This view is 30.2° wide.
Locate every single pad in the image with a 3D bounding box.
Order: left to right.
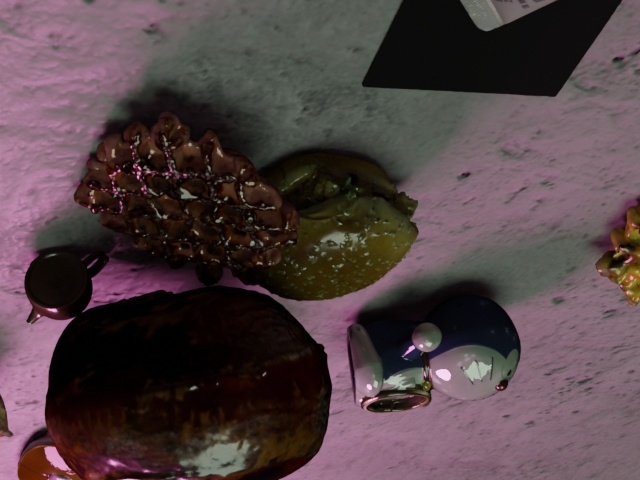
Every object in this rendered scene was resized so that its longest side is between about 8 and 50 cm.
[{"bbox_3d":[0.182,-0.213,1.244,0.245,0.006,0.170,0,145,-22],"label":"pad"}]

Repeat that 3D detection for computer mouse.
[{"bbox_3d":[-0.304,0.347,1.818,0.310,0.072,0.158,5,140,-28],"label":"computer mouse"}]

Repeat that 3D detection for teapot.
[{"bbox_3d":[-0.297,0.053,1.387,0.121,0.076,0.068,-41,162,-16],"label":"teapot"}]

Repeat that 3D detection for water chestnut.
[{"bbox_3d":[-0.148,0.205,1.369,0.350,0.302,0.350,-6,177,0],"label":"water chestnut"}]

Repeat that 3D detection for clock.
[{"bbox_3d":[0.160,0.159,1.666,0.243,0.147,0.200,-10,152,-1],"label":"clock"}]

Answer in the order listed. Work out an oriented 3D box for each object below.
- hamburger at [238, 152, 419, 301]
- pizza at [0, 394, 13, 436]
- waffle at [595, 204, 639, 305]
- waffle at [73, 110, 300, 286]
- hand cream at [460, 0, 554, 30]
[{"bbox_3d":[0.000,0.000,1.380,0.215,0.122,0.189,-30,145,25],"label":"hamburger"},{"bbox_3d":[-0.482,0.214,1.552,0.188,0.081,0.204,5,159,10],"label":"pizza"},{"bbox_3d":[0.543,-0.010,1.645,0.329,0.062,0.329,-11,145,-8],"label":"waffle"},{"bbox_3d":[-0.137,-0.038,1.261,0.234,0.055,0.221,34,139,-20],"label":"waffle"},{"bbox_3d":[0.268,-0.287,1.099,0.314,0.089,0.140,-22,146,17],"label":"hand cream"}]
